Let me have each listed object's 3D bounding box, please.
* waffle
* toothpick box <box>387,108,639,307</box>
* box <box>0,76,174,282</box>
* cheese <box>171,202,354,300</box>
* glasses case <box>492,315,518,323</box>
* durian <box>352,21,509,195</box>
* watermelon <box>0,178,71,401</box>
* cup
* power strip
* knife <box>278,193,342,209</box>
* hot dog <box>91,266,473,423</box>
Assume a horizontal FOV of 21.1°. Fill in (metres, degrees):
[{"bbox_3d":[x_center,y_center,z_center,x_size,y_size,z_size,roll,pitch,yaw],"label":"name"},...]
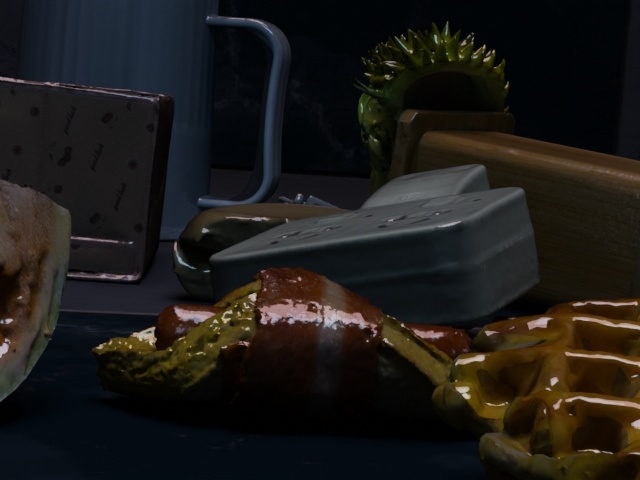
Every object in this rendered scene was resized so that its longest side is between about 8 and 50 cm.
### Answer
[{"bbox_3d":[0.230,0.096,0.891,0.302,0.068,0.325,-8,26,-33],"label":"waffle"},{"bbox_3d":[0.237,-0.016,1.722,0.308,0.190,0.187,16,11,40],"label":"toothpick box"},{"bbox_3d":[-0.274,-0.071,1.777,0.225,0.190,0.297,6,6,-3],"label":"box"},{"bbox_3d":[-0.036,0.015,1.589,0.202,0.091,0.175,2,6,-6],"label":"cheese"},{"bbox_3d":[0.216,0.085,1.329,0.170,0.041,0.064,4,-2,5],"label":"glasses case"},{"bbox_3d":[0.111,-0.114,1.876,0.157,0.169,0.355,16,-31,12],"label":"durian"},{"bbox_3d":[-0.294,0.038,0.953,0.188,0.175,0.322,-17,-23,29],"label":"watermelon"},{"bbox_3d":[-0.230,-0.165,2.109,0.331,0.311,0.257,9,8,40],"label":"cup"},{"bbox_3d":[0.067,0.031,1.401,0.229,0.141,0.261,-7,9,27],"label":"power strip"},{"bbox_3d":[-0.001,0.002,1.800,0.123,0.053,0.278,29,-8,-2],"label":"knife"},{"bbox_3d":[-0.012,0.065,1.080,0.261,0.093,0.123,4,6,-8],"label":"hot dog"}]
